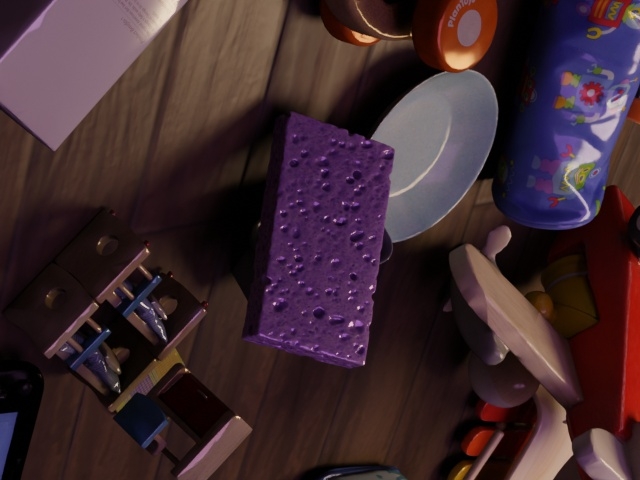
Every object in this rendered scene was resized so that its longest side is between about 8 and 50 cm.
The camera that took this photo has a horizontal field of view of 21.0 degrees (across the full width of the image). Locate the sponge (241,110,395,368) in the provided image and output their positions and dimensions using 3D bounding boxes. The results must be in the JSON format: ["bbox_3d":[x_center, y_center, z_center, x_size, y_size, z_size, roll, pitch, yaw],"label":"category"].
[{"bbox_3d":[0.000,0.000,1.558,0.117,0.031,0.210,16,73,-28],"label":"sponge"}]

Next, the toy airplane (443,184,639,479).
[{"bbox_3d":[0.282,0.155,1.912,0.384,0.272,0.386,-20,96,-53],"label":"toy airplane"}]

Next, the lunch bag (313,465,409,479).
[{"bbox_3d":[0.025,0.364,1.982,0.176,0.090,0.219,0,121,-47],"label":"lunch bag"}]

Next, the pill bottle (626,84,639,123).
[{"bbox_3d":[0.379,-0.241,1.810,0.130,0.130,0.246,-4,123,-47],"label":"pill bottle"}]

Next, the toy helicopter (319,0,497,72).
[{"bbox_3d":[0.110,-0.332,1.467,0.355,0.140,0.235,-53,137,-16],"label":"toy helicopter"}]

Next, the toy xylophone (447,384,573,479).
[{"bbox_3d":[0.208,0.293,2.132,0.236,0.081,0.323,22,103,-54],"label":"toy xylophone"}]

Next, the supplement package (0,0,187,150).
[{"bbox_3d":[-0.189,-0.176,1.253,0.179,0.105,0.105,-49,146,-5],"label":"supplement package"}]

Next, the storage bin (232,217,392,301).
[{"bbox_3d":[-0.019,0.011,1.629,0.135,0.098,0.091,-24,170,-34],"label":"storage bin"}]

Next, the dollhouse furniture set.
[{"bbox_3d":[-0.145,0.091,1.470,0.129,0.183,0.129,-47,145,-7],"label":"dollhouse furniture set"}]

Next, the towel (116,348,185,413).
[{"bbox_3d":[-0.166,0.126,1.629,0.083,0.009,0.060,-39,144,-16],"label":"towel"}]

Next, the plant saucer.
[{"bbox_3d":[0.094,-0.090,1.705,0.195,0.037,0.195,-29,140,-28],"label":"plant saucer"}]

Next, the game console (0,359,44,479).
[{"bbox_3d":[-0.338,0.262,1.527,0.213,0.044,0.361,-9,127,-44],"label":"game console"}]

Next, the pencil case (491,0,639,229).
[{"bbox_3d":[0.266,-0.157,1.762,0.133,0.119,0.306,3,125,-13],"label":"pencil case"}]
